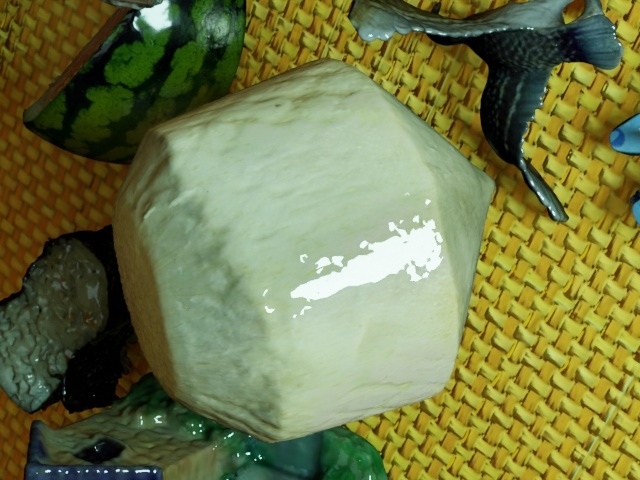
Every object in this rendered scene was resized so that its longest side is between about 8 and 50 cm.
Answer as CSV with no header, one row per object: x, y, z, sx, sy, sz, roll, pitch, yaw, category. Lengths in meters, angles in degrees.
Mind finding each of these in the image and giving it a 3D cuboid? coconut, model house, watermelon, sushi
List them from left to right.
-0.240,0.085,1.279,0.147,0.115,0.212,50,120,21,sushi
-0.194,-0.166,1.207,0.303,0.128,0.159,-43,73,29,watermelon
-0.132,0.285,1.139,0.312,0.280,0.245,16,105,29,model house
0.000,0.000,1.030,0.328,0.329,0.329,5,99,32,coconut

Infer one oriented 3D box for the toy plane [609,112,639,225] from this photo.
0.333,-0.033,0.924,0.246,0.078,0.169,44,117,13,toy plane

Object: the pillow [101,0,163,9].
-0.140,-0.319,1.153,0.135,0.049,0.248,14,71,34,pillow

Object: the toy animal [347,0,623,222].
0.152,-0.154,1.007,0.160,0.197,0.272,-27,126,16,toy animal
